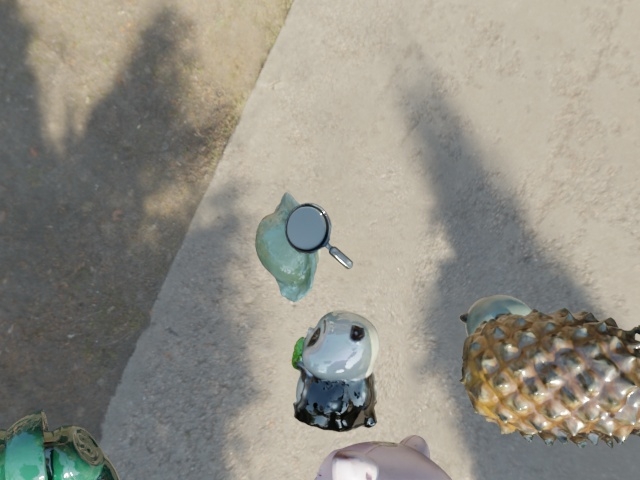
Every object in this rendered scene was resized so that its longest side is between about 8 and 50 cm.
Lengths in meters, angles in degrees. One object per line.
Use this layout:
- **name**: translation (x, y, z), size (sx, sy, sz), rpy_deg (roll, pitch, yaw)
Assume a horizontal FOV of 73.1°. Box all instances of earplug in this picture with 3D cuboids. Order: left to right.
- **earplug**: translation (-0.530, 0.458, 0.828), size (0.280, 0.164, 0.258), rpy_deg (2, 77, -27)

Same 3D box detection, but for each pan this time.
- **pan**: translation (0.000, 0.000, 1.167), size (0.235, 0.028, 0.136), rpy_deg (43, 77, -18)

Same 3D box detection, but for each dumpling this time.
- **dumpling**: translation (-0.107, 0.023, 1.412), size (0.211, 0.270, 0.321), rpy_deg (-35, 89, -6)

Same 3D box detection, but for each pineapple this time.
- **pineapple**: translation (0.349, 0.149, 0.488), size (0.361, 0.175, 0.175), rpy_deg (-18, 71, 41)

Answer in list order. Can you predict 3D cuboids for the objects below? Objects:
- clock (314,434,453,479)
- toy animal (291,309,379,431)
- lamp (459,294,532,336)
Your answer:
- **clock**: translation (0.094, 0.476, 0.575), size (0.250, 0.368, 0.377), rpy_deg (-3, 73, 36)
- **toy animal**: translation (0.032, 0.301, 1.031), size (0.212, 0.212, 0.267), rpy_deg (2, 91, 11)
- **lamp**: translation (0.532, 0.256, 1.230), size (0.243, 0.197, 0.198), rpy_deg (29, 82, -23)
